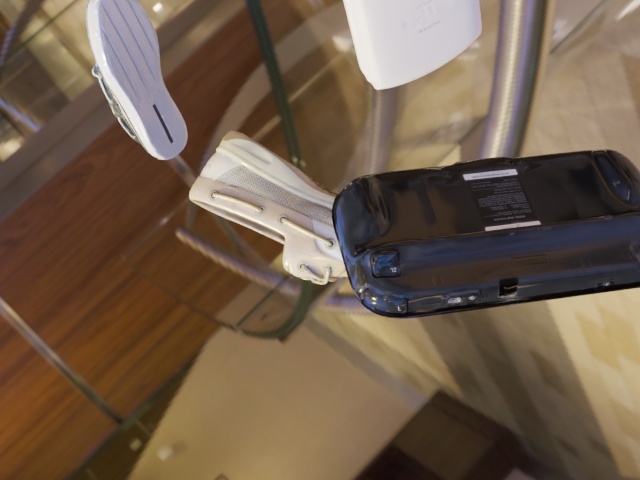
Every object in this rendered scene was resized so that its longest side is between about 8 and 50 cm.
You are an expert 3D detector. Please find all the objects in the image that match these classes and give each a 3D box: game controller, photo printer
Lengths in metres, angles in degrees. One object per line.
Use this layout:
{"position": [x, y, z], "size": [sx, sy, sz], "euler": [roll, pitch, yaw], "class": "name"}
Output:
{"position": [0.174, -0.013, 0.991], "size": [0.166, 0.319, 0.067], "euler": [-108, 16, -47], "class": "game controller"}
{"position": [0.170, -0.431, 1.935], "size": [0.107, 0.256, 0.308], "euler": [55, 169, 38], "class": "photo printer"}

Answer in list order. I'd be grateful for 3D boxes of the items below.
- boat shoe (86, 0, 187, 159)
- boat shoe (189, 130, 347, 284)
{"position": [-0.342, -0.284, 1.823], "size": [0.119, 0.121, 0.335], "euler": [18, 137, 37], "class": "boat shoe"}
{"position": [0.000, 0.000, 1.108], "size": [0.302, 0.098, 0.109], "euler": [33, 172, 10], "class": "boat shoe"}
